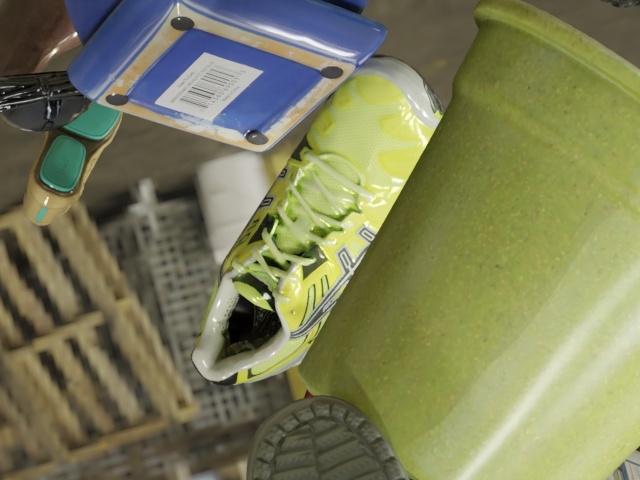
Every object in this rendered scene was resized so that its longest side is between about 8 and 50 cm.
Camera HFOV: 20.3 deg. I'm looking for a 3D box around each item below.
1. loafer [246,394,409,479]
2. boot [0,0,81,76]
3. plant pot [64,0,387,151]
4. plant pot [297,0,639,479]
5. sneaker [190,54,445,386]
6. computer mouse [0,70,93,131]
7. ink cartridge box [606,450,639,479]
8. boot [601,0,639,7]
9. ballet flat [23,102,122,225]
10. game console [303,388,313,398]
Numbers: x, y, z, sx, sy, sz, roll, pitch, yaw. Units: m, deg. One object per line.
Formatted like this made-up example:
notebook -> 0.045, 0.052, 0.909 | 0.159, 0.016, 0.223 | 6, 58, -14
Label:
loafer -> 0.021, 0.209, 0.975 | 0.094, 0.251, 0.087 | -15, 165, -9
boot -> -0.383, -0.284, 2.222 | 0.248, 0.090, 0.207 | 22, -117, 40
plant pot -> -0.081, -0.217, 1.515 | 0.236, 0.212, 0.236 | 16, 149, -27
plant pot -> 0.130, 0.036, 1.080 | 0.254, 0.276, 0.276 | -52, 167, 1
sneaker -> 0.000, 0.000, 1.671 | 0.147, 0.145, 0.384 | -38, 159, -53
computer mouse -> -0.303, -0.131, 1.750 | 0.184, 0.060, 0.262 | -9, -173, -22
ink cartridge box -> 0.286, 0.285, 1.768 | 0.212, 0.093, 0.154 | 24, 129, -18
boot -> 0.396, -0.240, 1.437 | 0.348, 0.131, 0.260 | 18, 165, -22
ballet flat -> -0.289, -0.102, 2.041 | 0.073, 0.080, 0.232 | -58, -173, 38
game console -> 0.039, 0.108, 1.489 | 0.144, 0.085, 0.124 | -71, -173, -61
